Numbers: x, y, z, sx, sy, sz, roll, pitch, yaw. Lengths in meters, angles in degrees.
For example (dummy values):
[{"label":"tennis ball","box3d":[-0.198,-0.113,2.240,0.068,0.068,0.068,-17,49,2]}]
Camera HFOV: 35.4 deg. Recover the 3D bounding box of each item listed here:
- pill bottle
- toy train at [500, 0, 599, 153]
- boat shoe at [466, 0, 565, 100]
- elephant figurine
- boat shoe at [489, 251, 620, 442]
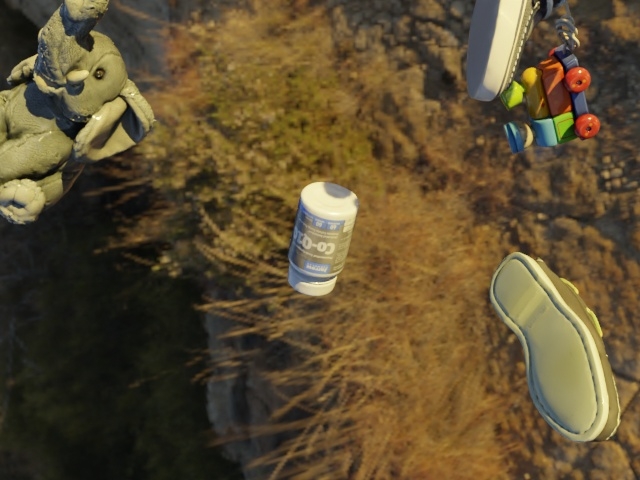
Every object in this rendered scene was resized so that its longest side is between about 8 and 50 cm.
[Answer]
[{"label":"pill bottle","box3d":[0.000,0.000,1.312,0.078,0.078,0.137,45,135,38]},{"label":"toy train","box3d":[0.345,-0.257,1.598,0.105,0.143,0.248,-104,-7,-56]},{"label":"boat shoe","box3d":[0.301,-0.341,1.314,0.127,0.158,0.341,-122,43,-76]},{"label":"elephant figurine","box3d":[-0.250,-0.138,0.998,0.239,0.169,0.186,-41,26,8]},{"label":"boat shoe","box3d":[0.227,0.098,0.925,0.081,0.068,0.228,-53,30,26]}]
